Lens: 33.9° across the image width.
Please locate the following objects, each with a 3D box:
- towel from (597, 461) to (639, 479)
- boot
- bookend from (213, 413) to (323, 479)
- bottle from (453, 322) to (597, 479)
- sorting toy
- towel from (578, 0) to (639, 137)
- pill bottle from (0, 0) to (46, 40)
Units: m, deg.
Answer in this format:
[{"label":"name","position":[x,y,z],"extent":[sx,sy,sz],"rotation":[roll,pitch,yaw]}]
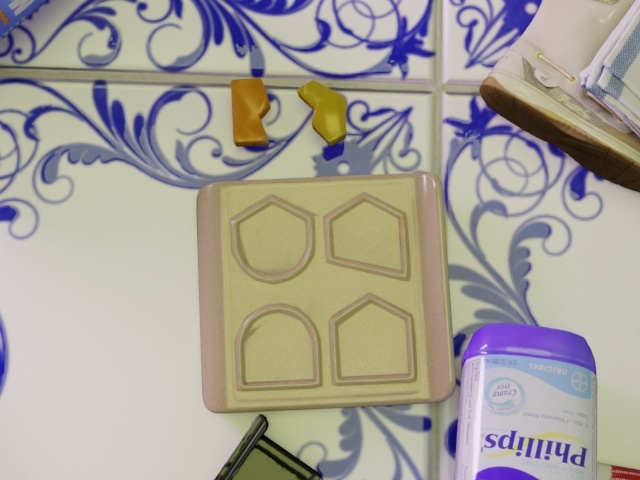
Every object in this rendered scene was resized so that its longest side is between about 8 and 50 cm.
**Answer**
[{"label":"towel","position":[0.353,0.329,0.877],"extent":[0.329,0.037,0.237],"rotation":[17,57,0]},{"label":"boot","position":[0.278,-0.150,0.980],"extent":[0.213,0.077,0.165],"rotation":[31,79,4]},{"label":"bookend","position":[-0.034,0.259,0.904],"extent":[0.157,0.072,0.156],"rotation":[35,81,4]},{"label":"bottle","position":[0.167,0.211,0.869],"extent":[0.118,0.092,0.282],"rotation":[8,62,3]},{"label":"sorting toy","position":[0.000,0.000,0.969],"extent":[0.229,0.041,0.307],"rotation":[-3,80,3]},{"label":"towel","position":[0.382,-0.123,0.954],"extent":[0.285,0.034,0.209],"rotation":[40,69,-10]},{"label":"pill bottle","position":[-0.340,-0.236,0.940],"extent":[0.272,0.152,0.152],"rotation":[-44,84,-8]}]
